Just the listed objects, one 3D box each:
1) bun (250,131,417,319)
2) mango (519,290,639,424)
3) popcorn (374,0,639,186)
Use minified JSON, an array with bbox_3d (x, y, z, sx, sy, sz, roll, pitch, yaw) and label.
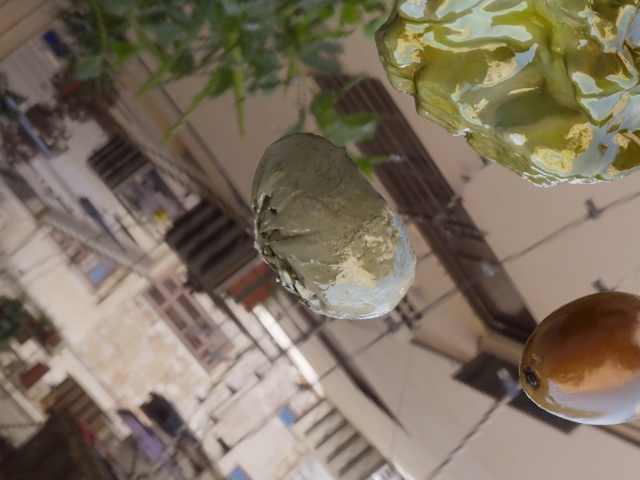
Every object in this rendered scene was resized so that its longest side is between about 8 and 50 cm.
[{"bbox_3d":[0.000,0.000,1.474,0.152,0.259,0.259,-34,-158,-17],"label":"bun"},{"bbox_3d":[0.300,0.118,1.160,0.113,0.253,0.138,46,-64,41],"label":"mango"},{"bbox_3d":[0.209,-0.223,1.048,0.293,0.334,0.292,9,-142,10],"label":"popcorn"}]
